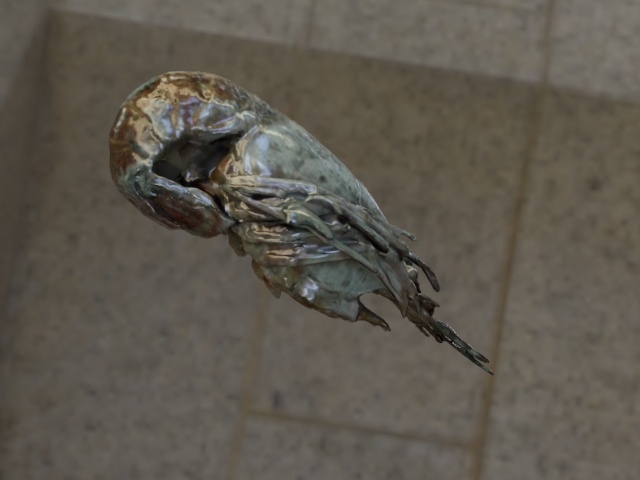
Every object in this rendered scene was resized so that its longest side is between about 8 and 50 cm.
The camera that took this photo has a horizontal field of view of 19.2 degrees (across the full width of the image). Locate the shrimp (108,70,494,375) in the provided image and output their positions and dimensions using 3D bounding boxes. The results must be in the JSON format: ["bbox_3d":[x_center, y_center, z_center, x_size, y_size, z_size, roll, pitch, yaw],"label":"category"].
[{"bbox_3d":[0.000,0.000,0.913,0.079,0.233,0.090,-57,-164,-9],"label":"shrimp"}]
